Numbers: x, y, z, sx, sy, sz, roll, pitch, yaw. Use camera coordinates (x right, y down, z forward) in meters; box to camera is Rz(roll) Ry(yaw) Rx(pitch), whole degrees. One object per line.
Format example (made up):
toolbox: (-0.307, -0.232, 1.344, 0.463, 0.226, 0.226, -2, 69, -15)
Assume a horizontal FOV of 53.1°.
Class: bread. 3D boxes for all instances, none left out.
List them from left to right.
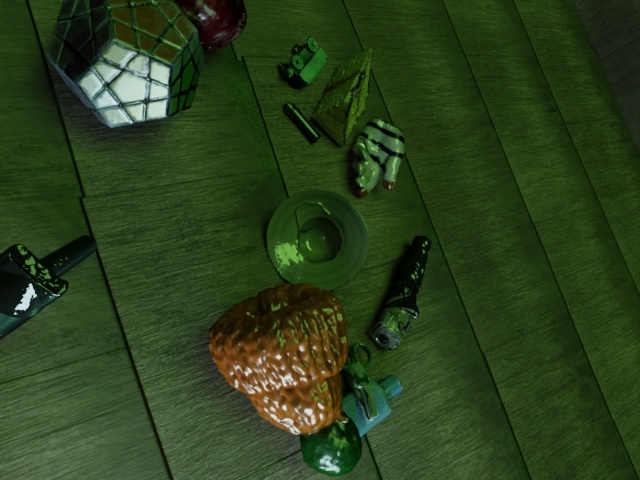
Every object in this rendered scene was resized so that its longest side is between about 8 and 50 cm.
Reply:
bread: (0.075, -0.409, 1.808, 0.178, 0.142, 0.266, 75, 32, -45)

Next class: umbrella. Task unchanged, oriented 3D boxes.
umbrella: (-0.049, -0.321, 1.733, 0.133, 0.031, 0.036, 49, 24, -9)
umbrella: (0.235, 0.131, 1.705, 0.106, 0.113, 0.357, 27, 54, 1)

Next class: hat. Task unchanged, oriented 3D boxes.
hat: (-0.048, 0.296, 1.362, 0.285, 0.285, 0.400, -35, 116, -40)
hat: (0.000, 0.000, 1.572, 0.252, 0.252, 0.110, 62, 10, 1)

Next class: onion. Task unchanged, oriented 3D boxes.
onion: (-0.317, -0.584, 1.521, 0.314, 0.232, 0.314, 43, 20, -20)

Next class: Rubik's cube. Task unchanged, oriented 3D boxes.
Rubik's cube: (-0.400, -0.384, 1.342, 0.319, 0.319, 0.264, -25, 112, -40)

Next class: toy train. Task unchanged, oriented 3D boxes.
toy train: (-0.044, -0.492, 1.784, 0.099, 0.070, 0.172, 49, 50, -24)

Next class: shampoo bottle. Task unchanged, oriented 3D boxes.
shampoo bottle: (0.100, 0.400, 1.523, 0.258, 0.061, 0.104, -25, 80, -40)

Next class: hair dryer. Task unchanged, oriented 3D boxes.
hair dryer: (-0.484, 0.047, 1.137, 0.116, 0.244, 0.302, 56, 35, -12)

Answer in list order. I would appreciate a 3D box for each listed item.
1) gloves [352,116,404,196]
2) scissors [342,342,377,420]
gloves: (0.147, -0.226, 1.794, 0.140, 0.131, 0.218, 28, 88, -27)
scissors: (0.095, 0.332, 1.518, 0.101, 0.027, 0.204, 0, 47, -22)
